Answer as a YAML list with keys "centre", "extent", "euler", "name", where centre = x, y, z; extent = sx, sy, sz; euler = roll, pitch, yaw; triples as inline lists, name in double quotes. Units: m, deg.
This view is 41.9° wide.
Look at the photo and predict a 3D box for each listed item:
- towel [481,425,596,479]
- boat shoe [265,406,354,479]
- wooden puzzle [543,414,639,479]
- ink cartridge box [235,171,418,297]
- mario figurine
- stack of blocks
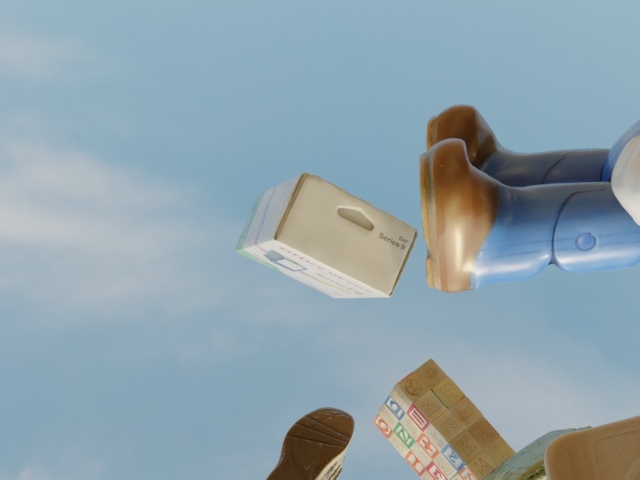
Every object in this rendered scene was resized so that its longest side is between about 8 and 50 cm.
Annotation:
- centre: [0.284, 0.284, 1.084]
  extent: [0.148, 0.110, 0.027]
  euler: [-25, -98, -26]
  name: "towel"
- centre: [-0.028, 0.392, 1.412]
  extent: [0.104, 0.089, 0.285]
  euler: [18, -144, 21]
  name: "boat shoe"
- centre: [0.381, 0.285, 0.682]
  extent: [0.080, 0.348, 0.322]
  euler: [25, -130, -45]
  name: "wooden puzzle"
- centre: [0.000, 0.000, 1.014]
  extent: [0.154, 0.212, 0.093]
  euler: [26, -103, -15]
  name: "ink cartridge box"
- centre: [0.212, -0.056, 0.420]
  extent: [0.320, 0.170, 0.198]
  euler: [-2, -123, 10]
  name: "mario figurine"
- centre: [0.233, 0.366, 1.414]
  extent: [0.087, 0.171, 0.297]
  euler: [-31, -113, -28]
  name: "stack of blocks"
